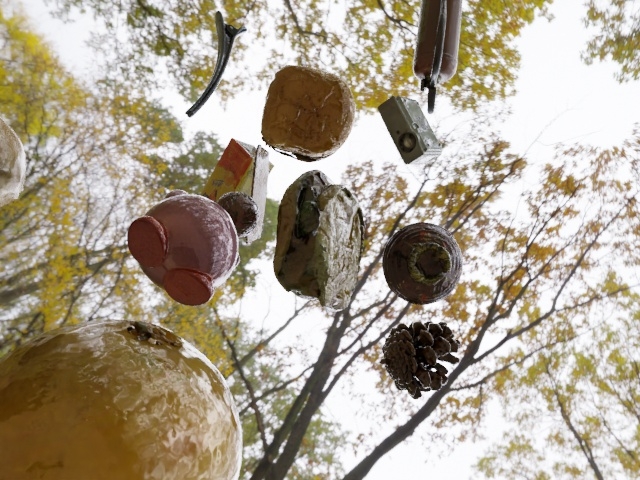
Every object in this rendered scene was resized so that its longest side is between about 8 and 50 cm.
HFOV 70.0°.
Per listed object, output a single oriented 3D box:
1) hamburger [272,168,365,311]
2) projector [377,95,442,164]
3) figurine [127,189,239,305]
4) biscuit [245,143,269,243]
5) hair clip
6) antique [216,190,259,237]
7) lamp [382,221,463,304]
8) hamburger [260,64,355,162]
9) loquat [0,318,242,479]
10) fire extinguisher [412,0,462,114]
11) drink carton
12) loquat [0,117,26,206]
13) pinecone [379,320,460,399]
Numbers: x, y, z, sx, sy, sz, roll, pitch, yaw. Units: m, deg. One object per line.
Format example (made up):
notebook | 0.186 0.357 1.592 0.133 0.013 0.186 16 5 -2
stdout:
hamburger | -0.001 0.001 0.971 0.134 0.265 0.285 7 -101 21
projector | 0.203 -0.246 1.018 0.061 0.115 0.147 -31 -100 37
figurine | -0.214 0.006 0.750 0.173 0.173 0.173 8 -74 30
biscuit | -0.155 -0.115 1.160 0.013 0.232 0.237 8 -85 1
hair clip | -0.251 -0.409 1.086 0.048 0.083 0.275 -4 -113 56
antique | -0.177 -0.055 0.968 0.104 0.104 0.104 8 -74 30
lamp | 0.295 0.067 1.323 0.247 0.247 0.247 8 -74 30
hamburger | -0.037 -0.393 1.446 0.318 0.158 0.319 -3 -75 -12
loquat | -0.207 0.203 0.435 0.263 0.263 0.263 8 -74 30
fire extinguisher | 0.296 -0.541 1.185 0.113 0.200 0.376 4 -96 30
drink carton | -0.315 -0.157 1.558 0.154 0.111 0.351 47 -68 34
loquat | -0.581 -0.137 0.705 0.176 0.234 0.187 -42 -127 8
pinecone | 0.329 0.378 1.489 0.244 0.309 0.244 36 -47 51
